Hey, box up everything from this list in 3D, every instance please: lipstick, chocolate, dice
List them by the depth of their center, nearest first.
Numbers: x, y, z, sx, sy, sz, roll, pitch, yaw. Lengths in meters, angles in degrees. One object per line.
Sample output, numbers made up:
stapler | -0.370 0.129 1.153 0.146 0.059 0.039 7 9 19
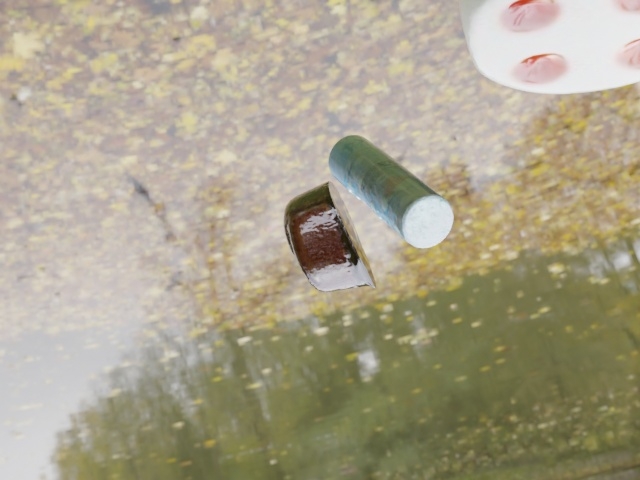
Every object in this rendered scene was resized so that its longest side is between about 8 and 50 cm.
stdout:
lipstick | 0.057 -0.045 0.811 0.048 0.158 0.048 -9 117 -19
chocolate | 0.000 0.000 1.127 0.080 0.149 0.125 -24 153 8
dice | 0.336 -0.382 1.228 0.304 0.304 0.277 -6 152 16
